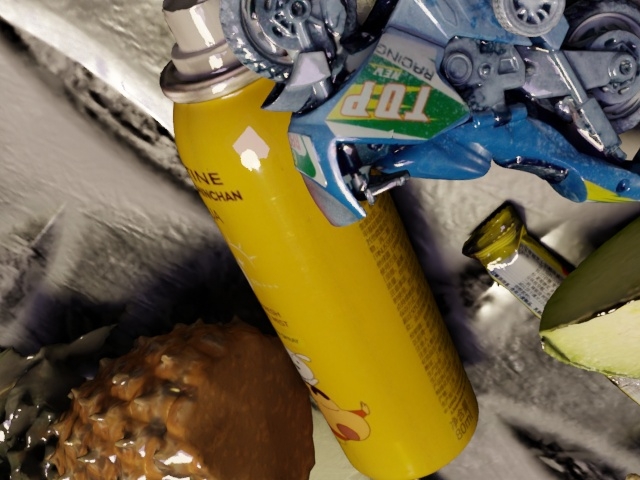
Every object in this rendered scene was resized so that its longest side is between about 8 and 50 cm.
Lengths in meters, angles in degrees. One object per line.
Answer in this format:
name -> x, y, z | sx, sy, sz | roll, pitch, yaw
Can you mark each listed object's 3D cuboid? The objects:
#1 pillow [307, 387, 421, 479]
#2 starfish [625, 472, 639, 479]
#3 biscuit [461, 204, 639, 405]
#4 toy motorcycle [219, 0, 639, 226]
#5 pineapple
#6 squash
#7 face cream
pillow -> -0.035, 0.247, 0.805 | 0.274, 0.076, 0.281 | -34, 114, 31
starfish -> 0.337, 0.204, 0.677 | 0.238, 0.071, 0.216 | 18, 133, -6
biscuit -> 0.209, 0.081, 0.646 | 0.292, 0.026, 0.048 | 40, 123, -19
toy motorcycle -> 0.070, -0.070, 0.480 | 0.254, 0.092, 0.135 | 4, 99, -18
pineapple -> -0.183, 0.145, 0.690 | 0.364, 0.165, 0.165 | -10, 125, 33
squash -> 0.240, 0.017, 0.571 | 0.192, 0.085, 0.184 | -28, 145, 33
face cream -> 0.000, 0.000, 0.583 | 0.105, 0.105, 0.348 | -12, 124, 22
